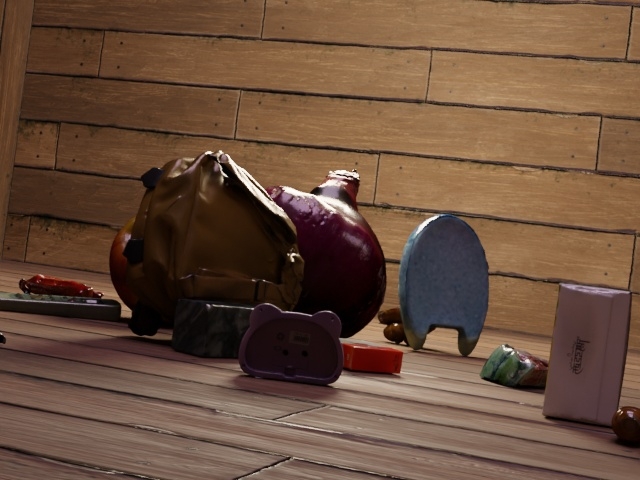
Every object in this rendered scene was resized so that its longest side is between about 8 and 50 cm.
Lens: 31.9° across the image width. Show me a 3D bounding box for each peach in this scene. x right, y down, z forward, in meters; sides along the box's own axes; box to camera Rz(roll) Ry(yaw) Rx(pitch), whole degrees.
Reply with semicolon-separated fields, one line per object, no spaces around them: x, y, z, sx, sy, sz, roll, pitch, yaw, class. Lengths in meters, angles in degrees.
-0.314;0.063;2.358;0.281;0.238;0.281;46;-8;9;peach

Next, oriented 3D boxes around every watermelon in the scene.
0.369;0.230;2.034;0.139;0.071;0.187;12;-2;-9;watermelon

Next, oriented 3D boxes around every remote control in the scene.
-0.551;0.128;2.270;0.285;0.038;0.123;7;0;-17;remote control

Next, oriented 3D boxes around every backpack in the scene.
-0.193;0.033;2.061;0.201;0.353;0.378;-7;-34;39;backpack

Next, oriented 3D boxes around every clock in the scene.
-0.040;0.150;1.641;0.153;0.110;0.050;7;1;-2;clock

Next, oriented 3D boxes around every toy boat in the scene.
0.275;0.103;2.565;0.215;0.330;0.123;4;-18;-12;toy boat

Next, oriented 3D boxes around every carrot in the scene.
0.421;0.244;1.487;0.048;0.048;0.216;7;-6;23;carrot

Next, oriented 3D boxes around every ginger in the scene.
0.210;0.199;2.628;0.162;0.103;0.073;-17;-28;31;ginger

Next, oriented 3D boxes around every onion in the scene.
0.000;0.000;2.490;0.398;0.420;0.398;30;-24;15;onion

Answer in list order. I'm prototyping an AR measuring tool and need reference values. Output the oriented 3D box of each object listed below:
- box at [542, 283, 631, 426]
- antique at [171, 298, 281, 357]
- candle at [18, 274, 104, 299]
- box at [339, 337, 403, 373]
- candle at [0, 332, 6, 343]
0.407;0.165;1.684;0.111;0.194;0.260;7;-1;14;box
-0.151;0.150;1.888;0.086;0.088;0.183;7;-1;44;antique
-0.607;0.115;2.576;0.302;0.059;0.084;6;-10;39;candle
0.064;0.199;1.956;0.100;0.048;0.152;6;-2;-26;box
-0.538;0.132;1.652;0.167;0.021;0.026;7;0;13;candle
